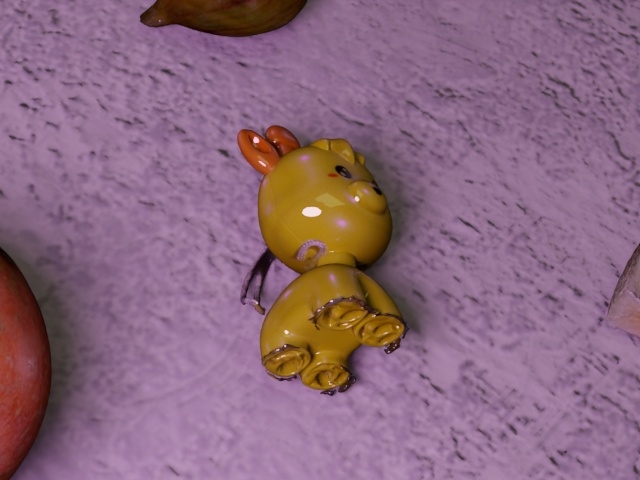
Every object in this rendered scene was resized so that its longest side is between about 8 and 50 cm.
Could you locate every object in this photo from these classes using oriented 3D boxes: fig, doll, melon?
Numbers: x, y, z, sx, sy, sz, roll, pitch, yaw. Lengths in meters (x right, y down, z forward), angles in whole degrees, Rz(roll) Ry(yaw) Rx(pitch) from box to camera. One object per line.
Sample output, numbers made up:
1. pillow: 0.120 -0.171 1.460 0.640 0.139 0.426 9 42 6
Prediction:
1. fig: -0.087 -0.223 1.355 0.154 0.103 0.109 -31 64 3
2. doll: 0.000 0.000 1.220 0.143 0.135 0.221 21 42 -37
3. melon: 0.313 0.014 1.304 0.098 0.054 0.182 28 57 0

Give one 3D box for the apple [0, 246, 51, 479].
1. apple: -0.311 0.080 1.030 0.253 0.253 0.254 5 57 -8
